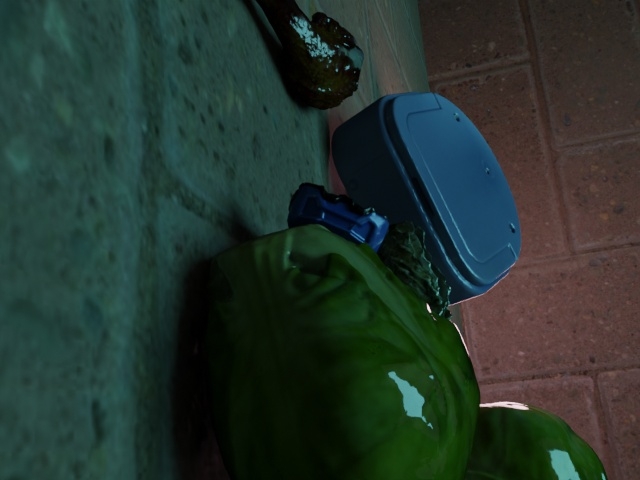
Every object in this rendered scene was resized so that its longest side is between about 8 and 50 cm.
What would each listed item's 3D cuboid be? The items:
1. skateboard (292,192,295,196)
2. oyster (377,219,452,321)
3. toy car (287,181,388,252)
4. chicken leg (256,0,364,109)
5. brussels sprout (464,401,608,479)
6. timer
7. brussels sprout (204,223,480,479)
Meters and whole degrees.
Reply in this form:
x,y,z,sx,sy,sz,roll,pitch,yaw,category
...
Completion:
x,y,z,sx,sy,sz,roll,pitch,yaw,category
0.000,0.000,0.847,0.080,0.067,0.151,26,50,-59,skateboard
0.096,0.090,0.867,0.112,0.198,0.267,29,43,-25,oyster
0.004,0.018,0.686,0.216,0.103,0.063,107,7,-60,toy car
-0.005,-0.273,0.914,0.407,0.096,0.157,5,72,-71,chicken leg
0.393,0.519,1.306,0.425,0.361,0.342,70,25,-46,brussels sprout
0.204,-0.079,1.175,0.395,0.173,0.394,28,48,-36,timer
0.008,0.106,0.540,0.219,0.210,0.271,1,60,-57,brussels sprout
